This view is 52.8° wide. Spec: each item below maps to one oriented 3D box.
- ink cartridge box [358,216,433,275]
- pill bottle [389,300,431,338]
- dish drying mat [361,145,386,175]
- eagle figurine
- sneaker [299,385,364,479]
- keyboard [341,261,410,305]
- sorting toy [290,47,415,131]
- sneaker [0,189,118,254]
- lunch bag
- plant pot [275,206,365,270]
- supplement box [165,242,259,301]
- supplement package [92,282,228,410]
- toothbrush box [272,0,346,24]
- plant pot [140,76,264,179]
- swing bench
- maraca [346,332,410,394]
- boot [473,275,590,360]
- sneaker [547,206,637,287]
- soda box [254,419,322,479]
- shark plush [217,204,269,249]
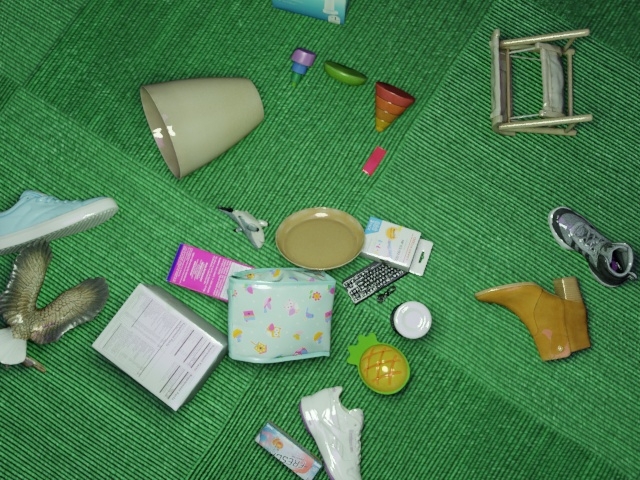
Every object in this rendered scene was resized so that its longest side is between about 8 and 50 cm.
[{"bbox_3d":[0.203,0.016,1.731,0.182,0.061,0.104,18,78,10],"label":"ink cartridge box"},{"bbox_3d":[0.229,0.206,1.670,0.094,0.169,0.094,0,83,1],"label":"pill bottle"},{"bbox_3d":[0.150,-0.222,1.800,0.032,0.008,0.083,33,84,3],"label":"dish drying mat"},{"bbox_3d":[-0.736,0.175,1.680,0.225,0.226,0.298,42,91,25],"label":"eagle figurine"},{"bbox_3d":[0.066,0.523,1.664,0.152,0.114,0.305,-26,84,-1],"label":"sneaker"},{"bbox_3d":[0.159,0.111,1.756,0.180,0.023,0.108,-31,84,-2],"label":"keyboard"},{"bbox_3d":[0.073,-0.410,1.793,0.366,0.127,0.126,25,114,6],"label":"sorting toy"},{"bbox_3d":[-0.735,-0.080,1.732,0.366,0.135,0.150,-18,87,-2],"label":"sneaker"},{"bbox_3d":[-0.109,0.185,1.632,0.263,0.160,0.223,-1,105,-19],"label":"lunch bag"},{"bbox_3d":[0.000,0.000,1.709,0.237,0.032,0.236,-1,44,1],"label":"plant pot"},{"bbox_3d":[-0.279,0.096,1.718,0.220,0.111,0.113,20,84,2],"label":"supplement box"},{"bbox_3d":[-0.394,0.267,1.655,0.263,0.199,0.198,36,86,4],"label":"supplement package"},{"bbox_3d":[-0.021,-0.716,1.714,0.217,0.295,0.126,15,84,3],"label":"toothbrush box"},{"bbox_3d":[-0.300,-0.332,1.717,0.274,0.256,0.256,-25,84,-18],"label":"plant pot"},{"bbox_3d":[0.580,-0.422,1.744,0.255,0.165,0.253,1,84,6],"label":"swing bench"},{"bbox_3d":[0.152,0.324,1.698,0.127,0.099,0.186,-45,59,-9],"label":"maraca"},{"bbox_3d":[0.563,0.212,1.700,0.295,0.104,0.211,-6,83,-4],"label":"boot"},{"bbox_3d":[0.724,0.007,1.695,0.101,0.153,0.268,-41,85,-4],"label":"sneaker"},{"bbox_3d":[-0.083,0.551,1.688,0.183,0.063,0.058,37,85,4],"label":"soda box"},{"bbox_3d":[-0.219,-0.043,1.764,0.161,0.073,0.067,31,115,-1],"label":"shark plush"}]
